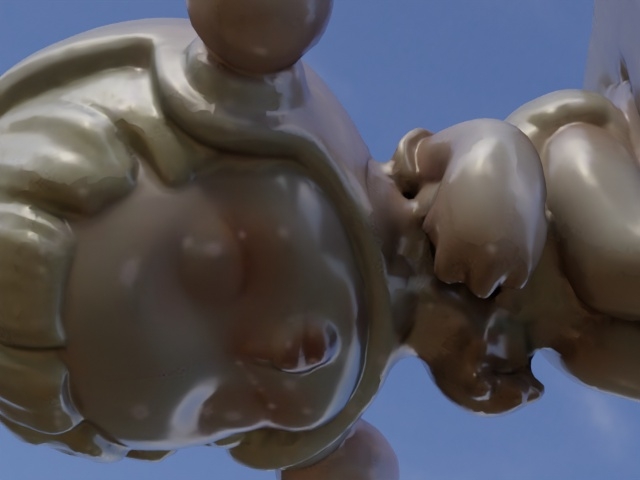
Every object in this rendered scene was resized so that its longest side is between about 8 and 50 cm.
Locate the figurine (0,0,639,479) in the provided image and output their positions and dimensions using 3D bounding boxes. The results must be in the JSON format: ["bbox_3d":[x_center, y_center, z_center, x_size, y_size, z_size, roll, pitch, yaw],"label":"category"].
[{"bbox_3d":[-0.001,-0.011,0.535,0.257,0.144,0.182,-4,-29,-3],"label":"figurine"}]
